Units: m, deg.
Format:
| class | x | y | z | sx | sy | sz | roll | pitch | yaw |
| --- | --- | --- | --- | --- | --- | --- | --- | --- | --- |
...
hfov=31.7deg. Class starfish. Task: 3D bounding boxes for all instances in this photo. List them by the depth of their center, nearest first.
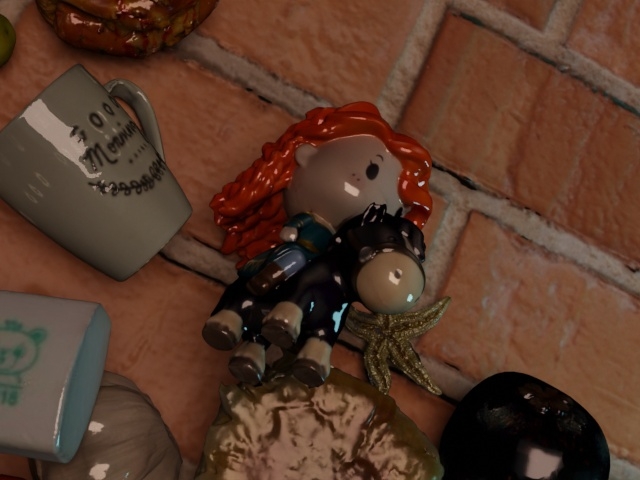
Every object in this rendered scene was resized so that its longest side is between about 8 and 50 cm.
| class | x | y | z | sx | sy | sz | roll | pitch | yaw |
| --- | --- | --- | --- | --- | --- | --- | --- | --- | --- |
| starfish | 0.109 | 0.117 | 1.540 | 0.176 | 0.053 | 0.208 | -20 | 88 | -18 |

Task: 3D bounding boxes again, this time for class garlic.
| class | x | y | z | sx | sy | sz | roll | pitch | yaw |
| --- | --- | --- | --- | --- | --- | --- | --- | --- | --- |
| garlic | -0.262 | 0.260 | 1.371 | 0.178 | 0.143 | 0.229 | -24 | 78 | -16 |

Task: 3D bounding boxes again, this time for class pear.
| class | x | y | z | sx | sy | sz | roll | pitch | yaw |
| --- | --- | --- | --- | --- | --- | --- | --- | --- | --- |
| pear | -0.442 | -0.257 | 1.448 | 0.092 | 0.092 | 0.097 | 46 | 70 | -3 |

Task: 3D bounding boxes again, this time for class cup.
| class | x | y | z | sx | sy | sz | roll | pitch | yaw |
| --- | --- | --- | --- | --- | --- | --- | --- | --- | --- |
| cup | -0.270 | -0.096 | 1.434 | 0.234 | 0.186 | 0.258 | 45 | 44 | -12 |

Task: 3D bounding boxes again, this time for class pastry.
| class | x | y | z | sx | sy | sz | roll | pitch | yaw |
| --- | --- | --- | --- | --- | --- | --- | --- | --- | --- |
| pastry | -0.013 | 0.306 | 1.386 | 0.329 | 0.136 | 0.330 | 2 | 77 | -11 |

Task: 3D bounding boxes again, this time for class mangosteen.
| class | x | y | z | sx | sy | sz | roll | pitch | yaw |
| --- | --- | --- | --- | --- | --- | --- | --- | --- | --- |
| mangosteen | 0.264 | 0.301 | 1.475 | 0.243 | 0.243 | 0.243 | 3 | 79 | -15 |

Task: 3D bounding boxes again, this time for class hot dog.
| class | x | y | z | sx | sy | sz | roll | pitch | yaw |
| --- | --- | --- | --- | --- | --- | --- | --- | --- | --- |
| hot dog | -0.240 | -0.324 | 1.487 | 0.256 | 0.150 | 0.153 | -20 | 76 | -18 |

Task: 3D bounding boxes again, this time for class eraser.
| class | x | y | z | sx | sy | sz | roll | pitch | yaw |
| --- | --- | --- | --- | --- | --- | --- | --- | --- | --- |
| eraser | -0.407 | 0.146 | 1.314 | 0.290 | 0.104 | 0.189 | 6 | 57 | 10 |

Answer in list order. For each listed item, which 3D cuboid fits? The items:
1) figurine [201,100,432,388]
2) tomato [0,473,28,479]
| class | x | y | z | sx | sy | sz | roll | pitch | yaw |
| --- | --- | --- | --- | --- | --- | --- | --- | --- | --- |
| figurine | 0.003 | 0.003 | 1.386 | 0.306 | 0.412 | 0.241 | -39 | 113 | 21 |
| tomato | -0.375 | 0.373 | 1.254 | 0.259 | 0.260 | 0.180 | 22 | 115 | -10 |
